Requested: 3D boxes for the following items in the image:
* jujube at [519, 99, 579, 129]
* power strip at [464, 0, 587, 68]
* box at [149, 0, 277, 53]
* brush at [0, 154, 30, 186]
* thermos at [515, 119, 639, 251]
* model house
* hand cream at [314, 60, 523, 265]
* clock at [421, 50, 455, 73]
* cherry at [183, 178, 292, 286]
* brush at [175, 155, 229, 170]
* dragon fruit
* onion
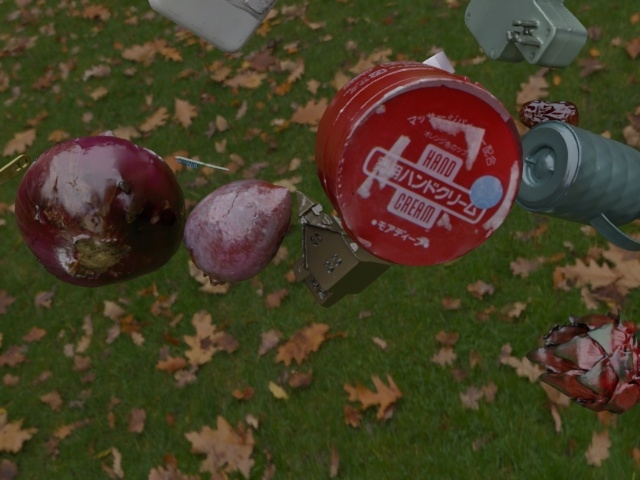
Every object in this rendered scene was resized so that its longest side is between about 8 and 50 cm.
[{"bbox_3d":[0.497,-0.270,1.611,0.129,0.077,0.077,8,49,0],"label":"jujube"},{"bbox_3d":[0.393,-0.454,1.461,0.141,0.229,0.261,-2,52,-27],"label":"power strip"},{"bbox_3d":[-0.081,-0.368,0.901,0.285,0.142,0.044,-47,39,24],"label":"box"},{"bbox_3d":[-0.624,-0.090,1.366,0.010,0.082,0.218,30,57,27],"label":"brush"},{"bbox_3d":[0.451,-0.079,1.181,0.287,0.145,0.182,11,59,-29],"label":"thermos"},{"bbox_3d":[0.000,0.000,1.591,0.176,0.181,0.248,-41,67,19],"label":"model house"},{"bbox_3d":[0.109,-0.096,0.876,0.230,0.230,0.149,-20,27,-2],"label":"hand cream"},{"bbox_3d":[0.266,-0.433,2.017,0.197,0.068,0.197,-33,5,3],"label":"clock"},{"bbox_3d":[-0.148,-0.029,1.407,0.250,0.175,0.192,-35,15,29],"label":"cherry"},{"bbox_3d":[-0.179,-0.113,1.123,0.084,0.013,0.016,11,3,-27],"label":"brush"},{"bbox_3d":[0.462,0.198,1.214,0.182,0.182,0.188,-31,42,-13],"label":"dragon fruit"},{"bbox_3d":[-0.462,-0.101,1.589,0.348,0.347,0.385,-15,47,2],"label":"onion"}]
